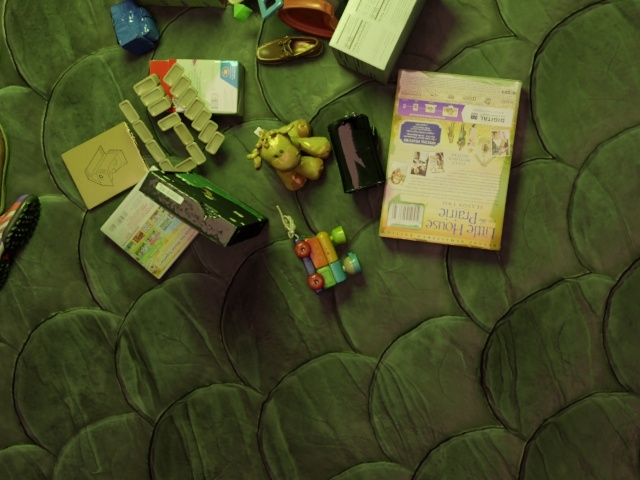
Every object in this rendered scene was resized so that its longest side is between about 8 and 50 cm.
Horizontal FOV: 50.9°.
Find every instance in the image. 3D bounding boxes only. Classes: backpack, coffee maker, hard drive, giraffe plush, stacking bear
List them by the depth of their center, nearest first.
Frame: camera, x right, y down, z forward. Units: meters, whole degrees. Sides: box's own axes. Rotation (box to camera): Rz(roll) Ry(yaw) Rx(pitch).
[{"bbox_3d":[-0.268,-0.081,1.619,0.236,0.339,0.064,33,99,3],"label":"hard drive"},{"bbox_3d":[0.004,-0.670,1.645,0.164,0.175,0.289,14,86,17],"label":"stacking bear"},{"bbox_3d":[0.083,-0.209,1.652,0.120,0.171,0.178,-17,90,17],"label":"coffee maker"},{"bbox_3d":[-0.091,-0.227,1.672,0.210,0.170,0.182,25,96,4],"label":"giraffe plush"},{"bbox_3d":[-0.477,-0.557,1.734,0.101,0.098,0.120,-22,82,9],"label":"backpack"}]

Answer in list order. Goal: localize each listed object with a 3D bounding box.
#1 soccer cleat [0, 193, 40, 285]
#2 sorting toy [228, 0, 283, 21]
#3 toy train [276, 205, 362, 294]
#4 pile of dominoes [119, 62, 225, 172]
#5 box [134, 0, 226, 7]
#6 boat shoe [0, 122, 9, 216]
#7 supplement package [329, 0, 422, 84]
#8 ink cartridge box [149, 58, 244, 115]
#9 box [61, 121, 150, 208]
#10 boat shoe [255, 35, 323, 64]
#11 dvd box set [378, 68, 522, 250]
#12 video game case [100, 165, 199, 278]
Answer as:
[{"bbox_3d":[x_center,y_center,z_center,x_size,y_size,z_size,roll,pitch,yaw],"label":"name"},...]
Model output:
[{"bbox_3d":[-0.871,-0.003,1.813,0.116,0.108,0.318,33,99,7],"label":"soccer cleat"},{"bbox_3d":[-0.161,-0.698,1.650,0.195,0.047,0.348,-14,70,36],"label":"sorting toy"},{"bbox_3d":[0.000,0.000,1.718,0.143,0.105,0.248,-22,91,-3],"label":"toy train"},{"bbox_3d":[-0.368,-0.302,1.708,0.195,0.040,0.251,-27,111,13],"label":"pile of dominoes"},{"bbox_3d":[-0.371,-0.662,1.655,0.242,0.213,0.118,4,94,7],"label":"box"},{"bbox_3d":[-0.903,-0.203,1.792,0.110,0.104,0.308,-4,97,6],"label":"boat shoe"},{"bbox_3d":[0.149,-0.535,1.607,0.145,0.204,0.262,27,96,5],"label":"supplement package"},{"bbox_3d":[-0.317,-0.392,1.733,0.230,0.078,0.134,3,95,6],"label":"ink cartridge box"},{"bbox_3d":[-0.571,-0.200,1.805,0.201,0.021,0.165,-26,91,7],"label":"box"},{"bbox_3d":[-0.083,-0.490,1.709,0.177,0.060,0.064,-7,93,7],"label":"boat shoe"},{"bbox_3d":[0.320,-0.200,1.682,0.307,0.062,0.421,6,94,6],"label":"dvd box set"},{"bbox_3d":[-0.435,-0.047,1.787,0.206,0.026,0.227,41,96,-4],"label":"video game case"}]
